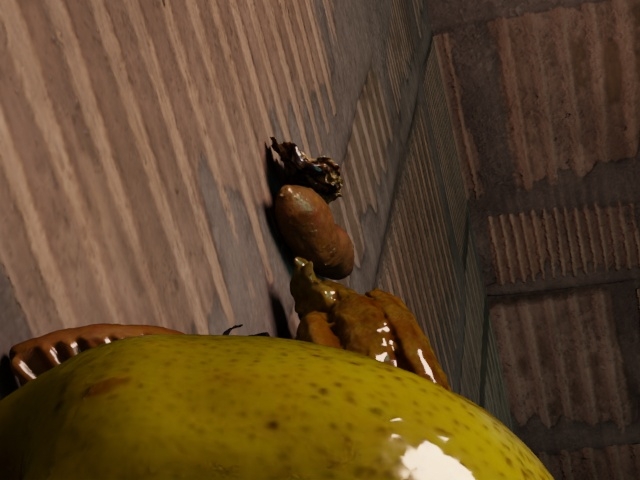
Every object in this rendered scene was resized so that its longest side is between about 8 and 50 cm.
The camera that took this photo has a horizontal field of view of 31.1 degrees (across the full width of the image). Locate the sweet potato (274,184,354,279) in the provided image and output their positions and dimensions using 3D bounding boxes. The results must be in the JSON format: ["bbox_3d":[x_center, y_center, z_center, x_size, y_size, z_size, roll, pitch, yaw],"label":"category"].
[{"bbox_3d":[0.000,0.003,1.141,0.218,0.051,0.065,54,36,-62],"label":"sweet potato"}]

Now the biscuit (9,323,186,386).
[{"bbox_3d":[-0.082,0.139,0.618,0.228,0.176,0.031,33,8,-22],"label":"biscuit"}]

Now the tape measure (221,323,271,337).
[{"bbox_3d":[-0.029,0.184,0.792,0.260,0.114,0.253,-47,128,-72],"label":"tape measure"}]

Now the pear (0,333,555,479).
[{"bbox_3d":[-0.023,0.175,0.475,0.294,0.294,0.294,-9,90,-76],"label":"pear"}]

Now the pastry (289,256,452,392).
[{"bbox_3d":[0.059,0.155,1.038,0.240,0.132,0.235,83,-7,-47],"label":"pastry"}]

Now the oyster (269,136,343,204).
[{"bbox_3d":[-0.008,-0.057,1.122,0.029,0.086,0.132,-57,140,-15],"label":"oyster"}]
